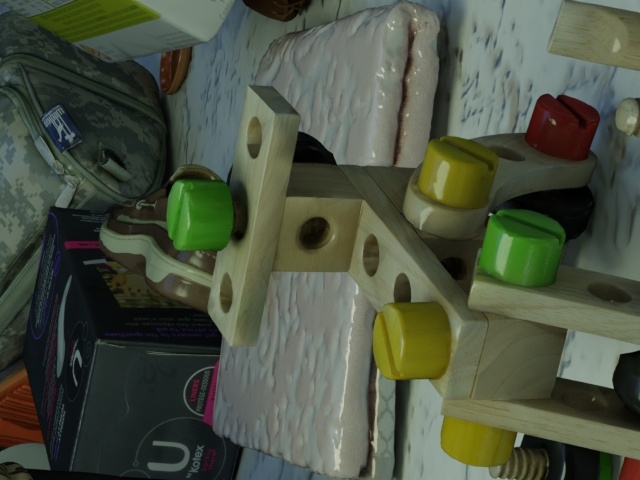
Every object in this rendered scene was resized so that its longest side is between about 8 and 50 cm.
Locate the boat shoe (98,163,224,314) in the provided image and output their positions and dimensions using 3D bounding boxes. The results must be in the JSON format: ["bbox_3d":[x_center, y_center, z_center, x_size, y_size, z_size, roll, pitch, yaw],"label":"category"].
[{"bbox_3d":[-0.099,-0.009,1.504,0.095,0.095,0.257,-68,23,2],"label":"boat shoe"}]

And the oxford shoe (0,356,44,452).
[{"bbox_3d":[-0.288,0.137,2.083,0.364,0.130,0.132,143,140,-63],"label":"oxford shoe"}]

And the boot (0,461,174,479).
[{"bbox_3d":[-0.146,0.229,1.355,0.377,0.284,0.138,157,119,-68],"label":"boot"}]

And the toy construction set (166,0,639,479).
[{"bbox_3d":[0.066,-0.009,0.901,0.309,0.237,0.257,118,153,-45],"label":"toy construction set"}]

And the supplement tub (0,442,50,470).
[{"bbox_3d":[-0.306,0.359,1.756,0.331,0.241,0.241,-46,35,29],"label":"supplement tub"}]

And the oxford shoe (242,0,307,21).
[{"bbox_3d":[-0.024,-0.211,1.552,0.212,0.076,0.076,-151,46,-74],"label":"oxford shoe"}]

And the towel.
[{"bbox_3d":[0.000,0.000,1.388,0.332,0.053,0.317,-177,93,-73],"label":"towel"}]

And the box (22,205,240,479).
[{"bbox_3d":[-0.158,0.100,1.671,0.270,0.143,0.165,-120,40,-61],"label":"box"}]

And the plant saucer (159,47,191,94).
[{"bbox_3d":[-0.144,-0.186,1.957,0.083,0.013,0.083,-172,90,-72],"label":"plant saucer"}]

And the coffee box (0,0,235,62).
[{"bbox_3d":[-0.193,-0.368,1.541,0.337,0.334,0.338,-63,17,-6],"label":"coffee box"}]

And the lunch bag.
[{"bbox_3d":[-0.293,-0.040,1.951,0.305,0.213,0.256,-48,34,26],"label":"lunch bag"}]
